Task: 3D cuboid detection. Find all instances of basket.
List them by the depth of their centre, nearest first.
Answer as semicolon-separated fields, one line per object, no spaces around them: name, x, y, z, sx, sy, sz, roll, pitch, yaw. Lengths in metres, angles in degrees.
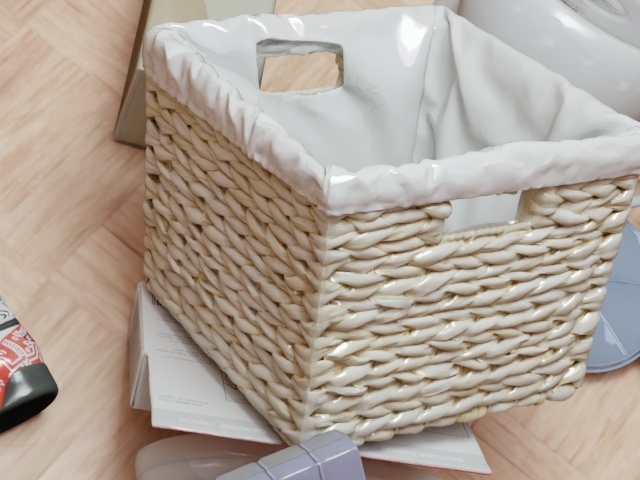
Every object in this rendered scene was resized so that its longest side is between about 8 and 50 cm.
basket;0.044;-0.027;1.512;0.328;0.266;0.331;-9;32;-31

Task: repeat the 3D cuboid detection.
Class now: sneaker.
sneaker;-0.375;0.125;1.513;0.270;0.090;0.145;-22;72;-30
sneaker;-0.025;0.272;1.538;0.293;0.108;0.169;11;58;-14

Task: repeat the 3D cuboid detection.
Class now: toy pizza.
toy pizza;0.257;0.044;1.786;0.201;0.032;0.201;7;64;-14

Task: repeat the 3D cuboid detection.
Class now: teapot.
teapot;0.239;-0.178;1.811;0.253;0.187;0.256;19;29;-26

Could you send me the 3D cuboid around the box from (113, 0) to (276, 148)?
box;-0.111;-0.247;1.753;0.121;0.148;0.311;14;59;-10

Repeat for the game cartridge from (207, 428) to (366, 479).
game cartridge;-0.033;0.346;1.390;0.230;0.068;0.355;-19;112;-14

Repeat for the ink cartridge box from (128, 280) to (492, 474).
ink cartridge box;-0.019;0.142;1.550;0.296;0.066;0.261;10;24;-12
